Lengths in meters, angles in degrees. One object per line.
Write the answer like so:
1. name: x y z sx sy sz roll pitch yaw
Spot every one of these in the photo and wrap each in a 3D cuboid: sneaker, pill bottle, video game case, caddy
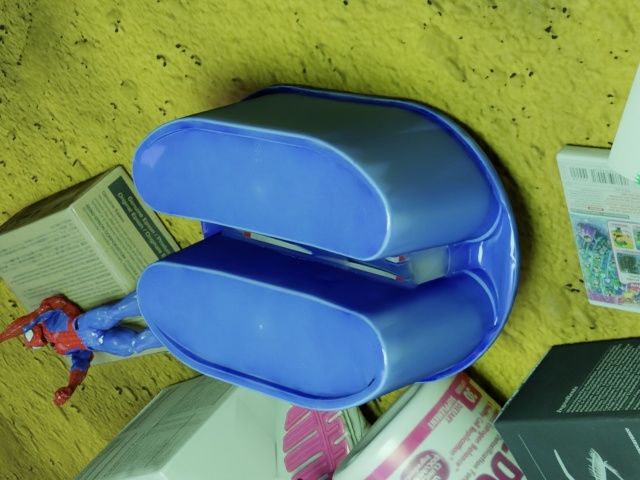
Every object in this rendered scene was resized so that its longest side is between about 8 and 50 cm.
1. sneaker: 0.049 0.252 1.323 0.103 0.111 0.252 -30 79 42
2. pill bottle: 0.163 0.259 1.161 0.283 0.160 0.160 43 144 3
3. video game case: 0.258 -0.001 0.935 0.157 0.019 0.143 9 131 39
4. caddy: 0.000 0.000 1.064 0.341 0.179 0.241 14 111 37

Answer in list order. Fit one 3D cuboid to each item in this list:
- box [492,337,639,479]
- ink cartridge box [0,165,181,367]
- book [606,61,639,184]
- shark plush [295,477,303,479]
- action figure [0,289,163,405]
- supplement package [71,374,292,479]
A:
1. box: 0.268 0.165 1.010 0.207 0.108 0.153 -10 117 50
2. ink cartridge box: -0.251 0.038 1.421 0.234 0.088 0.193 -15 115 49
3. book: 0.251 -0.089 0.833 0.096 0.035 0.144 31 136 26
4. shark plush: -0.005 0.287 1.249 0.161 0.073 0.067 -57 45 41
5. action figure: -0.251 0.113 1.313 0.280 0.139 0.091 -7 119 49
6. supplement package: -0.118 0.279 1.431 0.199 0.198 0.262 52 144 -11
